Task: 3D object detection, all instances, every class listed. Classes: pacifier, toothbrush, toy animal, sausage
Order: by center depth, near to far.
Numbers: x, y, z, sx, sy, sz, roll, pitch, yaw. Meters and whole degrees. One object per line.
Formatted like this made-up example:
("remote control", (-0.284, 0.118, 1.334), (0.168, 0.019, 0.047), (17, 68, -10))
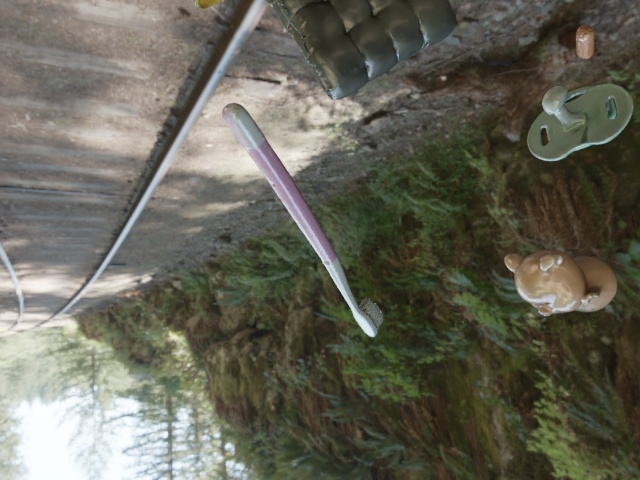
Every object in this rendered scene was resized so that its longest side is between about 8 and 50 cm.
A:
("toothbrush", (0.000, 0.000, 0.413), (0.020, 0.025, 0.287), (15, 149, 41))
("toy animal", (0.286, 0.047, 0.565), (0.150, 0.089, 0.083), (12, 146, -29))
("pacifier", (0.371, -0.193, 0.718), (0.116, 0.127, 0.150), (30, 152, -32))
("sausage", (0.530, -0.397, 0.965), (0.034, 0.034, 0.083), (-9, 161, 27))

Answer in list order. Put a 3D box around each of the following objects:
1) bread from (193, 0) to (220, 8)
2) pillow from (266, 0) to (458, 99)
("bread", (-0.224, -0.536, 1.034), (0.110, 0.025, 0.110), (-27, -171, 5))
("pillow", (0.020, -0.387, 0.707), (0.228, 0.327, 0.101), (-32, 179, -5))
